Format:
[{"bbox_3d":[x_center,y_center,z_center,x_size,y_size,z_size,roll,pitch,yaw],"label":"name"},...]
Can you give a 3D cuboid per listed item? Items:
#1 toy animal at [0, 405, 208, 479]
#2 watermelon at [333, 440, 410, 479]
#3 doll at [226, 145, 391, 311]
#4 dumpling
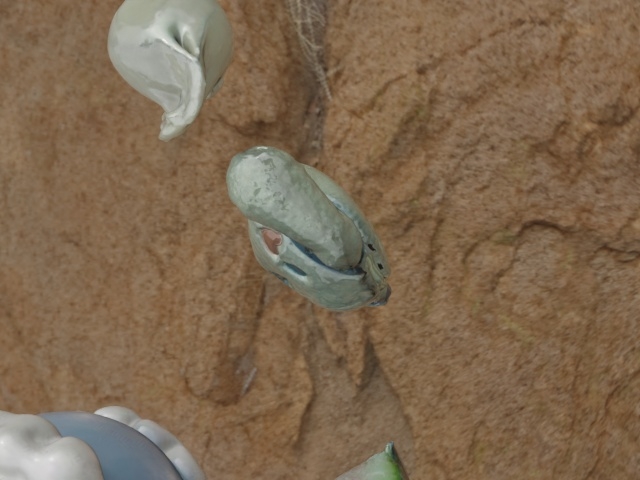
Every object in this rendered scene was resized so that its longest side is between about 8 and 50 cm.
[{"bbox_3d":[-0.151,0.183,0.449,0.156,0.204,0.208,-37,73,1],"label":"toy animal"},{"bbox_3d":[-0.035,0.363,0.741,0.258,0.387,0.229,5,130,21],"label":"watermelon"},{"bbox_3d":[0.000,0.000,0.507,0.103,0.214,0.072,32,78,19],"label":"doll"},{"bbox_3d":[-0.151,-0.179,0.792,0.229,0.124,0.151,-111,25,-48],"label":"dumpling"}]
